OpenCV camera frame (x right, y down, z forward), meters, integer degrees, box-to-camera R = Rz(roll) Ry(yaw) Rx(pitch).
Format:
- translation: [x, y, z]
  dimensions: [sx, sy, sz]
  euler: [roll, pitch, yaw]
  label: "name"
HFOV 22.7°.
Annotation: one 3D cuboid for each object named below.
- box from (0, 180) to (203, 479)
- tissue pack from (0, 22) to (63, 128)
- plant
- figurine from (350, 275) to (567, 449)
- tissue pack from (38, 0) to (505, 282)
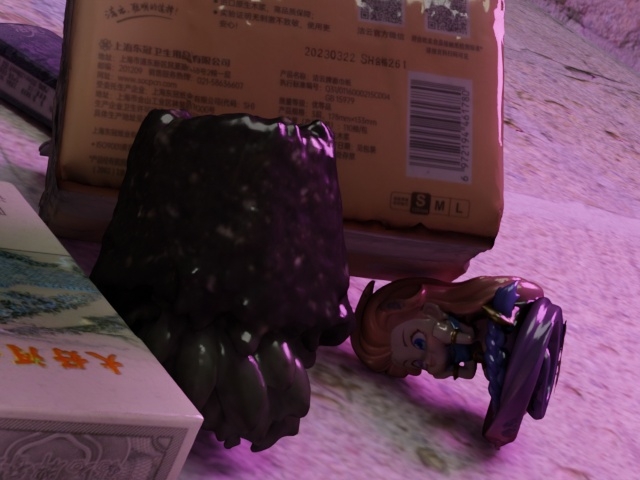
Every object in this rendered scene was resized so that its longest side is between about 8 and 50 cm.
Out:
- translation: [-0.197, 0.044, 0.848]
  dimensions: [0.164, 0.069, 0.256]
  euler: [9, 24, -41]
  label: "box"
- translation: [-0.211, -0.128, 1.333]
  dimensions: [0.156, 0.051, 0.112]
  euler: [33, 17, 22]
  label: "tissue pack"
- translation: [-0.057, 0.021, 0.929]
  dimensions: [0.132, 0.194, 0.129]
  euler: [7, 0, 43]
  label: "plant"
- translation: [0.103, 0.068, 1.114]
  dimensions: [0.157, 0.126, 0.114]
  euler: [26, 58, 31]
  label: "figurine"
- translation: [-0.043, -0.087, 1.143]
  dimensions: [0.306, 0.238, 0.238]
  euler: [7, 23, -15]
  label: "tissue pack"
